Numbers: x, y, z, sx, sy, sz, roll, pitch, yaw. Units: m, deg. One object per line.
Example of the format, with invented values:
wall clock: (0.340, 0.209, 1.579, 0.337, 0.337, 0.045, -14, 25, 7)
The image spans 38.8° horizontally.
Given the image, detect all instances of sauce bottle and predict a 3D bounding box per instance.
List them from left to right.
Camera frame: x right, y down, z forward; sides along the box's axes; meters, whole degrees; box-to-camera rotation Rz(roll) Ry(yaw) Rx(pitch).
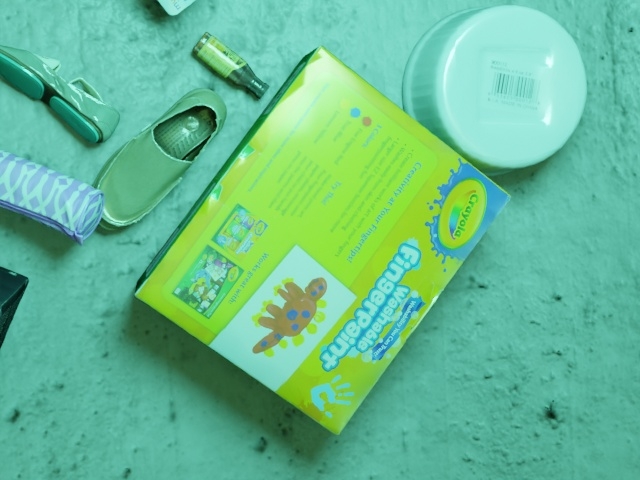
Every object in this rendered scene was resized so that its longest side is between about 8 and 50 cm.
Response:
sauce bottle: (-0.135, -0.266, 1.396, 0.128, 0.042, 0.042, 36, 88, -14)

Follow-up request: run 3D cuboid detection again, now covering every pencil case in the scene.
pencil case: (-0.415, -0.067, 1.309, 0.206, 0.088, 0.086, 19, 136, 6)

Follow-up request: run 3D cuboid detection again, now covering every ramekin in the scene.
ramekin: (0.279, -0.236, 1.431, 0.277, 0.135, 0.277, -1, 96, -11)

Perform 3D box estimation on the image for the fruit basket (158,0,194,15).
fruit basket: (-0.202, -0.557, 1.293, 0.327, 0.165, 0.353, -42, 100, -5)

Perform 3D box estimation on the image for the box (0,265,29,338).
box: (-0.596, 0.083, 1.200, 0.343, 0.312, 0.178, 24, 91, -12)

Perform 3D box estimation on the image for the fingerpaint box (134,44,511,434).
fingerpaint box: (0.000, 0.000, 1.384, 0.371, 0.163, 0.444, 36, 88, -11)

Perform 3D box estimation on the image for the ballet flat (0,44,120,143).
ballet flat: (-0.391, -0.228, 1.345, 0.213, 0.072, 0.068, 39, 60, -12)

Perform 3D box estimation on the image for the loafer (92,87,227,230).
loafer: (-0.246, -0.125, 1.360, 0.102, 0.092, 0.268, 41, 87, -12)
